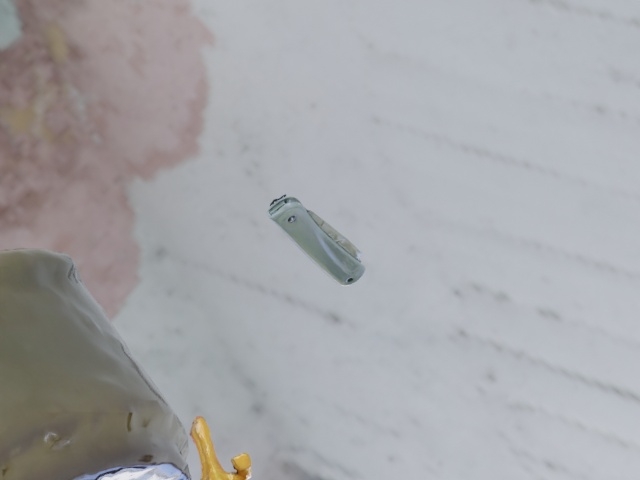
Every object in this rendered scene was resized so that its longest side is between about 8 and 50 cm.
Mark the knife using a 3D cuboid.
[{"bbox_3d":[0.000,0.000,1.841,0.162,0.044,0.023,44,13,-48],"label":"knife"}]

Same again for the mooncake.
[{"bbox_3d":[-0.290,0.193,1.253,0.246,0.394,0.393,52,-22,17],"label":"mooncake"}]

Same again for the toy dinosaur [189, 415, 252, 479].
[{"bbox_3d":[-0.071,0.311,1.790,0.117,0.070,0.288,96,-29,-75],"label":"toy dinosaur"}]
